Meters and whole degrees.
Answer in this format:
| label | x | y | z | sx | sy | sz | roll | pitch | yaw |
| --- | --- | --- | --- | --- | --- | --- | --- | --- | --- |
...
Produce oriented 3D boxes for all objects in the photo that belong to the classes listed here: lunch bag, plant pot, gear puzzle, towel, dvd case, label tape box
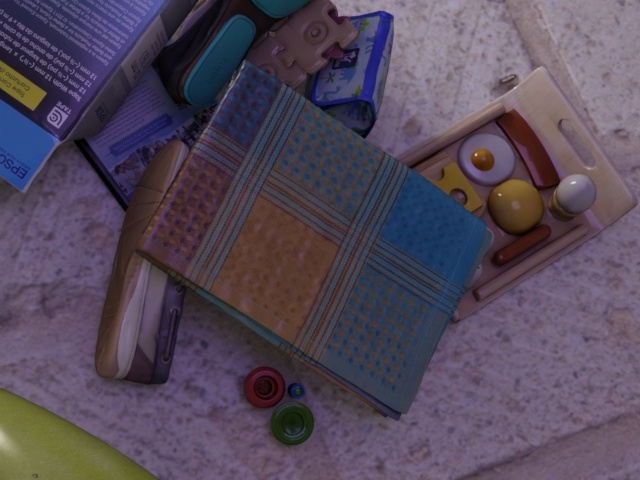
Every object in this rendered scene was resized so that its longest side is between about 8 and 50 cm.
| label | x | y | z | sx | sy | sz | roll | pitch | yaw |
| --- | --- | --- | --- | --- | --- | --- | --- | --- | --- |
| lunch bag | 0.038 | -0.197 | 2.083 | 0.096 | 0.151 | 0.128 | 20 | 66 | -18 |
| plant pot | -0.288 | 0.300 | 1.764 | 0.275 | 0.274 | 0.293 | -37 | 68 | -25 |
| gear puzzle | -0.107 | -0.301 | 2.107 | 0.175 | 0.044 | 0.339 | -41 | 65 | 2 |
| towel | 0.000 | 0.000 | 1.965 | 0.370 | 0.040 | 0.271 | 33 | 71 | -15 |
| dvd case | -0.209 | -0.143 | 2.065 | 0.180 | 0.022 | 0.253 | -34 | 83 | -24 |
| label tape box | -0.329 | -0.252 | 1.993 | 0.249 | 0.115 | 0.347 | 34 | 83 | 7 |

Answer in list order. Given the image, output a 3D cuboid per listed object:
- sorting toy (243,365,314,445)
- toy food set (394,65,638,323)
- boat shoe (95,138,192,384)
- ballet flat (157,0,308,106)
| label | x | y | z | sx | sy | sz | roll | pitch | yaw |
| --- | --- | --- | --- | --- | --- | --- | --- | --- | --- |
| sorting toy | -0.046 | 0.188 | 1.984 | 0.061 | 0.042 | 0.102 | -36 | 95 | -9 |
| toy food set | 0.220 | -0.062 | 2.123 | 0.306 | 0.092 | 0.219 | -30 | 81 | -24 |
| boat shoe | -0.182 | 0.028 | 1.962 | 0.092 | 0.103 | 0.285 | 19 | 77 | -25 |
| ballet flat | -0.093 | -0.283 | 2.023 | 0.280 | 0.095 | 0.096 | -45 | 50 | -1 |
